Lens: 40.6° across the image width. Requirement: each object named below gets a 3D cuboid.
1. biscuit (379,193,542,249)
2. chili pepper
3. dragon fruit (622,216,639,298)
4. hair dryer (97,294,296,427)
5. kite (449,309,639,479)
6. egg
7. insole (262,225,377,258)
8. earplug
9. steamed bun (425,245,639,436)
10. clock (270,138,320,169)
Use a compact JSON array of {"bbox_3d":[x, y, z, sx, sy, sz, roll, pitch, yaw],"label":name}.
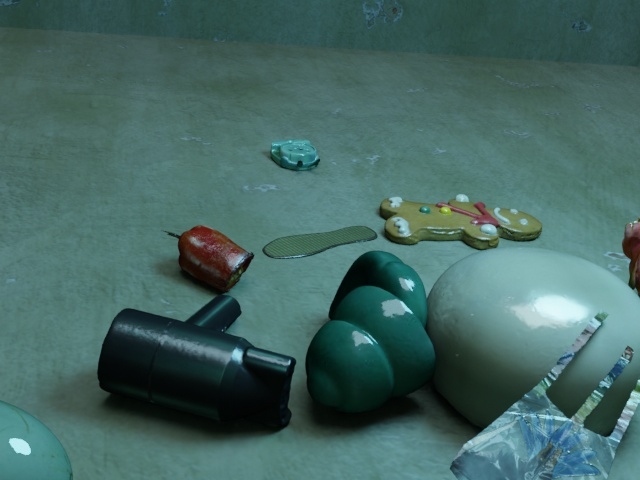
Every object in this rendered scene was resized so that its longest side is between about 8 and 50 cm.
[{"bbox_3d":[0.290,-0.047,1.769,0.340,0.047,0.216,4,26,-6],"label":"biscuit"},{"bbox_3d":[-0.200,0.019,1.465,0.192,0.084,0.086,27,15,27],"label":"chili pepper"},{"bbox_3d":[0.612,0.055,1.425,0.224,0.224,0.227,-4,65,-22],"label":"dragon fruit"},{"bbox_3d":[-0.131,0.145,1.206,0.244,0.116,0.302,14,19,9],"label":"hair dryer"},{"bbox_3d":[0.287,0.209,1.018,0.169,0.015,0.310,32,65,11],"label":"kite"},{"bbox_3d":[-0.363,0.235,0.858,0.231,0.168,0.168,10,25,-3],"label":"egg"},{"bbox_3d":[0.000,0.000,1.644,0.253,0.005,0.086,-12,31,-34],"label":"insole"},{"bbox_3d":[0.055,0.124,1.213,0.258,0.163,0.280,14,37,36],"label":"earplug"},{"bbox_3d":[0.304,0.126,1.216,0.325,0.206,0.324,6,26,-3],"label":"steamed bun"},{"bbox_3d":[-0.050,-0.196,2.006,0.101,0.041,0.135,-6,28,-25],"label":"clock"}]
